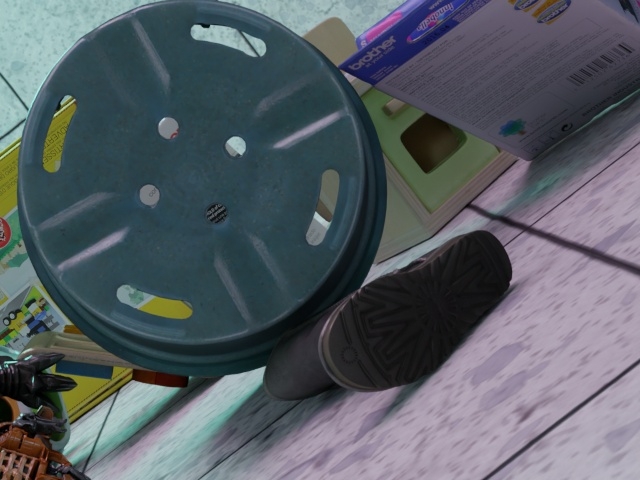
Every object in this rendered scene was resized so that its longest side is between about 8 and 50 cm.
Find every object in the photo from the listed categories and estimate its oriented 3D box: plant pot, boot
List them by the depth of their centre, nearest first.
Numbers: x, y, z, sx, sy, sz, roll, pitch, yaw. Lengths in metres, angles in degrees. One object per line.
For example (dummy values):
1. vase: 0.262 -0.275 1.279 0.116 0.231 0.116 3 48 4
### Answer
1. boot: 0.017 0.070 1.120 0.189 0.076 0.208 -25 2 -41
2. plant pot: -0.099 -0.048 1.314 0.341 0.341 0.334 -38 1 -4

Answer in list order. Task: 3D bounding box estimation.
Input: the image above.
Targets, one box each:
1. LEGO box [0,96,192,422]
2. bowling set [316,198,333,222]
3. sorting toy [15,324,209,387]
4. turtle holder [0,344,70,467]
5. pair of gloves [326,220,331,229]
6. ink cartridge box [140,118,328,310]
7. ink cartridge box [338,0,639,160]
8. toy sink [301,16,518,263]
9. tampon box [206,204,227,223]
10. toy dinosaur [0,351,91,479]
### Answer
1. LEGO box: -0.370 0.034 2.365 0.500 0.372 0.193 -36 5 12
2. bowling set: 0.051 -0.130 2.183 0.287 0.154 0.200 -36 5 20
3. sorting toy: -0.222 0.131 1.819 0.229 0.041 0.307 3 1 -7
4. turtle holder: -0.409 0.238 1.877 0.227 0.243 0.320 -22 -33 7
5. pair of gloves: 0.000 0.000 2.016 0.240 0.042 0.204 -35 6 17
6. ink cartridge box: -0.135 -0.020 1.857 0.172 0.237 0.100 -50 7 -6
7. ink cartridge box: 0.166 -0.174 1.401 0.185 0.065 0.311 -34 -29 28
8. toy sink: 0.061 -0.122 1.621 0.153 0.234 0.131 -40 5 -31
9. tampon box: -0.088 0.022 1.750 0.120 0.161 0.101 -36 5 7
10. toy dinosaur: -0.311 0.166 1.359 0.164 0.322 0.218 -52 -11 10
